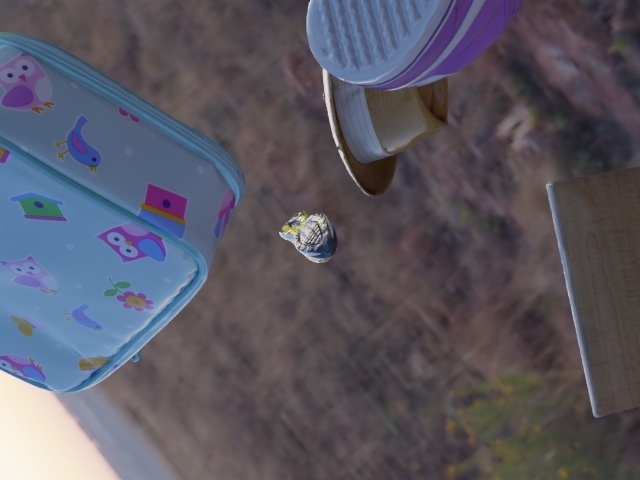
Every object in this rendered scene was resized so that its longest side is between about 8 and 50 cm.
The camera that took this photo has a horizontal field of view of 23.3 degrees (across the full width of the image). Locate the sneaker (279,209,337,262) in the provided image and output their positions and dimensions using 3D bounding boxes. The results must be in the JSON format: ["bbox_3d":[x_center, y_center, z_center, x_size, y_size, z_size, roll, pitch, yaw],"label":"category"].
[{"bbox_3d":[0.000,0.000,1.096,0.035,0.031,0.083,40,179,-20],"label":"sneaker"}]

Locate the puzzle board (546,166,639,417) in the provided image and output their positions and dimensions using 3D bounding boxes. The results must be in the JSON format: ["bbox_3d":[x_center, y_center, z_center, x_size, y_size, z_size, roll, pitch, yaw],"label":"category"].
[{"bbox_3d":[0.175,0.024,0.848,0.011,0.096,0.128,-15,85,63],"label":"puzzle board"}]

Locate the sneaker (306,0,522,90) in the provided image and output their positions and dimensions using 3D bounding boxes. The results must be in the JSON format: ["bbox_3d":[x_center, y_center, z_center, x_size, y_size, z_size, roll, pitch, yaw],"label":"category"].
[{"bbox_3d":[0.107,-0.215,0.956,0.102,0.282,0.161,44,-164,19],"label":"sneaker"}]

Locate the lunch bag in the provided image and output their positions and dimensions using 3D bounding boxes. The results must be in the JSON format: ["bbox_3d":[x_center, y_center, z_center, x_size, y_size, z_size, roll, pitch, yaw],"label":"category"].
[{"bbox_3d":[-0.190,-0.007,1.065,0.224,0.108,0.279,28,145,-17],"label":"lunch bag"}]

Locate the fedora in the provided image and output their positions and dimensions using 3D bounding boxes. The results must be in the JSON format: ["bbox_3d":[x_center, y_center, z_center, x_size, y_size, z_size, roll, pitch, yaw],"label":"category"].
[{"bbox_3d":[0.062,-0.131,1.329,0.194,0.079,0.194,-5,-90,-72],"label":"fedora"}]
